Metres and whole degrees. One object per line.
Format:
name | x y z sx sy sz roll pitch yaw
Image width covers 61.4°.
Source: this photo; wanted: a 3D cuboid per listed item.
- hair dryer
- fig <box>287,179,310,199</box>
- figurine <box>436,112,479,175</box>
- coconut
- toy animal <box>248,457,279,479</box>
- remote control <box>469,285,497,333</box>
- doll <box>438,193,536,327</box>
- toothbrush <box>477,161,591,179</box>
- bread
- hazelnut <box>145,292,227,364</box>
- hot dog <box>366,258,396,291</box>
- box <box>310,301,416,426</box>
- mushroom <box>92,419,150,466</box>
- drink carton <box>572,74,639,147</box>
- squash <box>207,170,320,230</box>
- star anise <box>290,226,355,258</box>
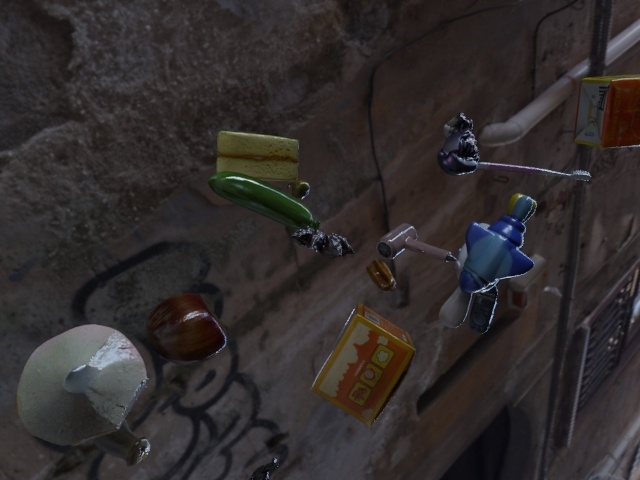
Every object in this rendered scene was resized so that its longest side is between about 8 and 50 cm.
hair dryer | 0.421 0.036 2.279 0.344 0.189 0.106 19 -55 37
fig | -0.093 -0.223 2.268 0.098 0.082 0.084 43 -46 15
figurine | 0.480 -0.328 1.888 0.145 0.145 0.222 90 2 -60
coconut | -0.593 0.366 1.363 0.297 0.297 0.309 53 -21 1
toy animal | -0.183 0.879 1.858 0.146 0.245 0.114 -16 -33 41
remote control | 0.671 0.267 2.210 0.090 0.066 0.266 18 -53 21
doll | 0.479 0.040 1.570 0.187 0.376 0.365 12 -28 -3
toothbrush | 0.563 -0.186 1.429 0.286 0.025 0.020 8 -47 11
bread | -0.215 -0.287 1.852 0.163 0.264 0.167 -49 141 -81
hazelnut | -0.376 0.251 1.498 0.212 0.181 0.181 48 -10 31
hot dog | 0.178 0.103 1.554 0.038 0.062 0.144 58 0 -33
box | 0.133 0.359 1.617 0.214 0.259 0.283 30 3 5
mushroom | -0.595 0.566 1.563 0.247 0.108 0.096 23 -63 38
drink carton | 0.771 -0.298 1.224 0.111 0.351 0.154 -120 -154 -68
squash | -0.174 -0.129 1.750 0.395 0.107 0.107 25 -19 -17
star anise | 0.014 0.006 1.670 0.197 0.073 0.212 20 8 4
